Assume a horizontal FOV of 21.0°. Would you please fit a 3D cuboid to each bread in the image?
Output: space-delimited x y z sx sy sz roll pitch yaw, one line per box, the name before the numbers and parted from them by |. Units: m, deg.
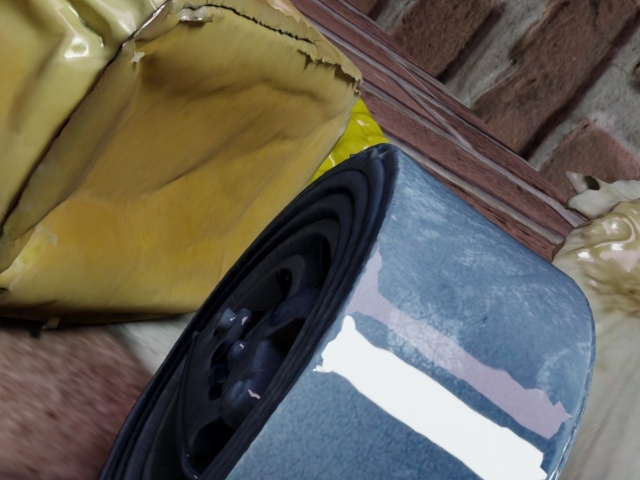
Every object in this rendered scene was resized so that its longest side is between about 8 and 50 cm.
bread | -0.077 -0.048 0.619 0.107 0.136 0.241 39 10 14

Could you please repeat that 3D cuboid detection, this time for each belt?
belt | 0.004 0.049 0.466 0.082 0.141 0.190 38 8 -10

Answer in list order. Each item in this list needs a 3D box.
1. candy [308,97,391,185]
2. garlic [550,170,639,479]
candy | 0.000 0.000 0.767 0.094 0.106 0.199 8 31 -32
garlic | 0.121 0.064 0.666 0.207 0.207 0.256 38 4 -4
